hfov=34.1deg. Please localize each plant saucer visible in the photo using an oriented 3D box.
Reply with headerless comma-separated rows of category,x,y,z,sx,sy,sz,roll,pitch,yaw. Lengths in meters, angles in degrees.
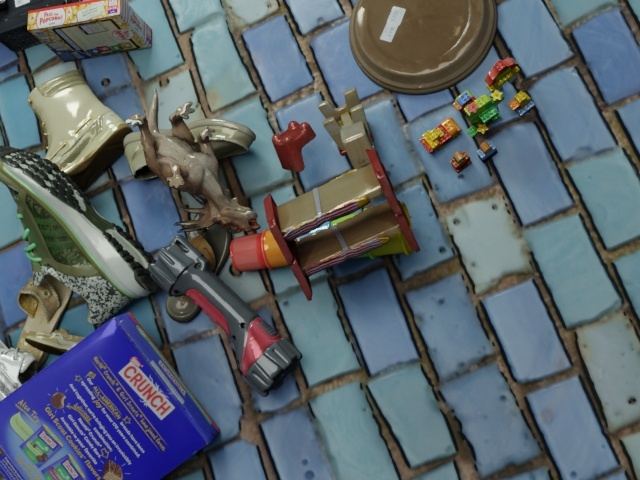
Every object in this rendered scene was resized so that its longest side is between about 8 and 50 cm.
plant saucer,0.183,-0.401,1.909,0.278,0.041,0.277,-4,75,15

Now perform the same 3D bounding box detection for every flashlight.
flashlight,-0.171,0.133,1.805,0.304,0.103,0.103,41,63,13

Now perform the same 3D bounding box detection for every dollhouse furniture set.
dollhouse furniture set,0.019,-0.089,1.759,0.201,0.152,0.374,-23,29,7

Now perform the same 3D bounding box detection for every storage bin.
storage bin,-0.582,-0.475,2.125,0.180,0.084,0.122,-16,71,10

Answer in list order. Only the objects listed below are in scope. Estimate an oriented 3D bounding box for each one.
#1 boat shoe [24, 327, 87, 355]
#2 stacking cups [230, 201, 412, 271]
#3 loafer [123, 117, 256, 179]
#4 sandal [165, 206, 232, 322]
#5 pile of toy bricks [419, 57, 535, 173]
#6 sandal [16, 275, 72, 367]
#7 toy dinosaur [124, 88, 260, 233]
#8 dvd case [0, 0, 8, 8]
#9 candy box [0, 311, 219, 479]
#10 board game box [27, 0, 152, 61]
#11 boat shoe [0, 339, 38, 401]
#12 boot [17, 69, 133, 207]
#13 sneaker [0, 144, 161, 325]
boat shoe,-0.471,0.185,1.915,0.135,0.050,0.045,15,64,-7
stacking cups,0.000,0.000,1.830,0.316,0.096,0.096,-8,73,19
loafer,-0.242,-0.161,1.935,0.269,0.102,0.092,-6,74,24
sandal,-0.228,0.040,1.889,0.090,0.060,0.219,21,81,20
pile of toy bricks,0.274,-0.218,1.794,0.212,0.105,0.118,-38,68,3
sandal,-0.525,0.117,1.942,0.088,0.079,0.240,8,77,18
toy dinosaur,-0.244,-0.124,1.835,0.127,0.200,0.295,-33,63,-19
dvd case,-0.769,-0.511,2.096,0.253,0.022,0.180,-17,70,-6
candy box,-0.379,0.318,1.776,0.317,0.122,0.268,-36,91,5
board game box,-0.446,-0.409,2.033,0.194,0.147,0.045,-6,73,13
boat shoe,-0.551,0.236,1.887,0.096,0.098,0.277,-38,87,12
boot,-0.515,-0.190,2.017,0.262,0.095,0.203,-42,69,-1
sneaker,-0.486,-0.003,1.877,0.410,0.158,0.182,44,99,0
